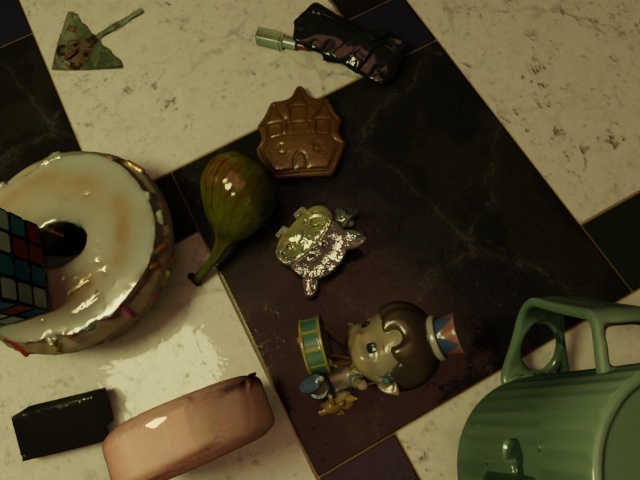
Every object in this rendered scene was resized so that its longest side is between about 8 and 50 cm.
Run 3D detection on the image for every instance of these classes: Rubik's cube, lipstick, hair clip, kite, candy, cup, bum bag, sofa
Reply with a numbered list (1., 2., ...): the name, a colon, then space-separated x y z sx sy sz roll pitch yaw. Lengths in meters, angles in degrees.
1. Rubik's cube: -0.524 0.046 0.676 0.151 0.154 0.155 -19 73 -1
2. lipstick: -0.080 -0.441 1.014 0.129 0.030 0.030 16 74 8
3. hair clip: -0.001 -0.003 0.862 0.187 0.056 0.146 -43 69 -7
4. kite: -0.522 -0.473 1.059 0.250 0.012 0.229 -39 76 -10
5. candy: -0.186 0.283 0.681 0.255 0.255 0.094 -22 73 -4
6. cup: 0.350 0.276 0.590 0.310 0.392 0.401 -29 68 -12
7. bum bag: 0.060 -0.427 0.987 0.248 0.060 0.123 27 75 9
8. sofa: -0.441 0.317 0.790 0.147 0.060 0.085 -15 89 -1

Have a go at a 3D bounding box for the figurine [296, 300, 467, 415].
1. figurine: 0.096 0.175 0.746 0.276 0.158 0.161 -15 33 0

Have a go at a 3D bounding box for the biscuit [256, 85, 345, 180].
1. biscuit: -0.042 -0.228 0.943 0.182 0.034 0.215 -4 73 1

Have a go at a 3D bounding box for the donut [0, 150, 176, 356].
1. donut: -0.441 0.023 0.830 0.383 0.142 0.382 -1 73 4

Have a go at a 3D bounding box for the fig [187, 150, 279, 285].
1. fig: -0.178 -0.037 0.838 0.151 0.151 0.259 23 79 10
